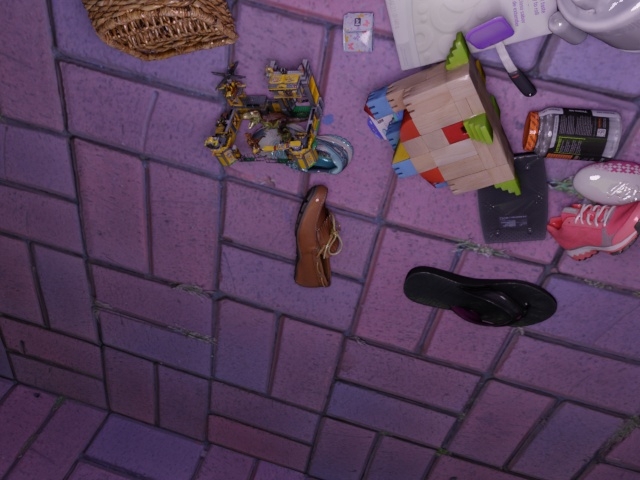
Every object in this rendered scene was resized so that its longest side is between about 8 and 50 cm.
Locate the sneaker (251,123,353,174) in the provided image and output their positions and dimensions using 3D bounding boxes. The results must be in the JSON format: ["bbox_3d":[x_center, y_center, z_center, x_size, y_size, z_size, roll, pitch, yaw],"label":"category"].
[{"bbox_3d":[-0.059,-0.240,1.385,0.283,0.122,0.110,10,127,10],"label":"sneaker"}]

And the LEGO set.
[{"bbox_3d":[-0.146,-0.317,1.269,0.331,0.255,0.192,12,156,22],"label":"LEGO set"}]

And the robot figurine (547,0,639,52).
[{"bbox_3d":[0.567,-0.457,0.938,0.300,0.353,0.200,-21,75,50],"label":"robot figurine"}]

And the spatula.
[{"bbox_3d":[0.402,-0.381,1.115,0.084,0.030,0.296,-15,152,36],"label":"spatula"}]

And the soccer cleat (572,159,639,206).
[{"bbox_3d":[0.776,-0.101,1.226,0.331,0.143,0.116,13,128,7],"label":"soccer cleat"}]

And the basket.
[{"bbox_3d":[-0.378,-0.522,1.216,0.299,0.213,0.223,-3,123,19],"label":"basket"}]

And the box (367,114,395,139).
[{"bbox_3d":[0.188,-0.314,1.319,0.136,0.028,0.081,-23,117,31],"label":"box"}]

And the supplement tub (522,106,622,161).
[{"bbox_3d":[0.573,-0.245,1.198,0.190,0.117,0.117,7,127,11],"label":"supplement tub"}]

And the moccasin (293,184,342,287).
[{"bbox_3d":[-0.001,0.002,1.535,0.147,0.139,0.380,11,128,8],"label":"moccasin"}]

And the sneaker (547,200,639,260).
[{"bbox_3d":[0.655,-0.037,1.259,0.136,0.116,0.314,37,165,3],"label":"sneaker"}]

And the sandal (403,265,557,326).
[{"bbox_3d":[0.468,0.192,1.555,0.446,0.107,0.167,9,127,10],"label":"sandal"}]

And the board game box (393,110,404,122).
[{"bbox_3d":[0.292,-0.297,1.261,0.210,0.047,0.160,-16,126,16],"label":"board game box"}]

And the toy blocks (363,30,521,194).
[{"bbox_3d":[0.266,-0.236,1.189,0.261,0.191,0.381,-15,130,31],"label":"toy blocks"}]

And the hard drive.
[{"bbox_3d":[0.498,-0.111,1.358,0.172,0.054,0.255,-5,124,19],"label":"hard drive"}]

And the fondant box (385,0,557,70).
[{"bbox_3d":[0.307,-0.523,1.089,0.330,0.096,0.238,-9,123,21],"label":"fondant box"}]

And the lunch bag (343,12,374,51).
[{"bbox_3d":[0.088,-0.483,1.209,0.071,0.053,0.083,5,117,11],"label":"lunch bag"}]
